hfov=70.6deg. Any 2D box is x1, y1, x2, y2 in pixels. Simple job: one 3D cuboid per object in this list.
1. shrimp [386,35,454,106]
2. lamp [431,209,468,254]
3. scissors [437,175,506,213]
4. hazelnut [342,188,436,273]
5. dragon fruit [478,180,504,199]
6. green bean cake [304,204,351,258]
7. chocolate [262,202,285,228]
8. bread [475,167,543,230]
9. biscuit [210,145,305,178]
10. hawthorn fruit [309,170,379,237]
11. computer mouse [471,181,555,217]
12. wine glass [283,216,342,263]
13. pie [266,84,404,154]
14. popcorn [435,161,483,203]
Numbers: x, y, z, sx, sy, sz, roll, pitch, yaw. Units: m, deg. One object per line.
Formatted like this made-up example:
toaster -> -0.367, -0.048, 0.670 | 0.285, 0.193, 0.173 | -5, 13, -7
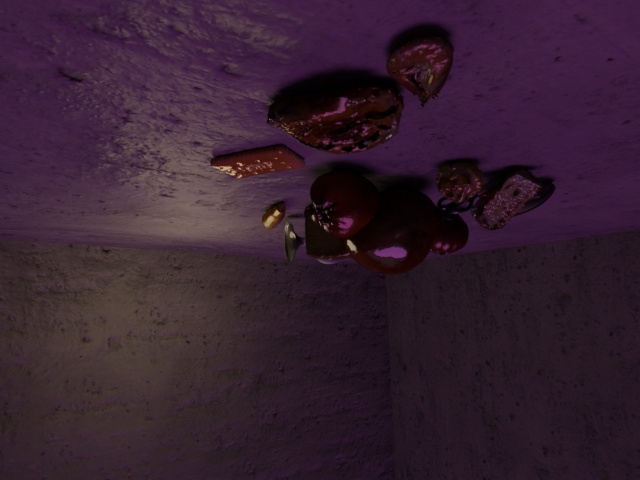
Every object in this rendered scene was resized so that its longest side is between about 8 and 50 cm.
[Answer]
shrimp -> 0.182, -0.310, 0.830 | 0.115, 0.051, 0.217 | 3, 173, 14
lamp -> 0.556, -0.045, 2.039 | 0.226, 0.227, 0.227 | -1, 171, 0
scissors -> 0.520, -0.161, 1.506 | 0.299, 0.022, 0.109 | -27, -145, -22
hazelnut -> 0.261, -0.034, 1.666 | 0.365, 0.367, 0.366 | -1, 171, 0
dragon fruit -> 0.636, -0.171, 1.641 | 0.094, 0.094, 0.190 | 0, 178, -10
green bean cake -> 0.057, -0.040, 1.892 | 0.232, 0.237, 0.124 | -4, 173, 29
chocolate -> -0.195, -0.109, 1.929 | 0.085, 0.086, 0.219 | 2, 168, -17
bread -> 0.620, -0.137, 1.521 | 0.128, 0.088, 0.232 | 24, 120, -22
biscuit -> -0.184, -0.227, 1.335 | 0.249, 0.030, 0.160 | -5, 170, 23
hawthorn fruit -> 0.090, -0.129, 1.483 | 0.260, 0.224, 0.224 | -21, -175, -39
computer mouse -> 0.727, -0.143, 1.712 | 0.310, 0.072, 0.158 | -12, -158, 47
wine glass -> 0.000, 0.000, 2.153 | 0.322, 0.238, 0.238 | 0, 171, -19
pie -> 0.046, -0.261, 0.991 | 0.307, 0.086, 0.308 | -2, 171, 0
popcorn -> 0.437, -0.187, 1.419 | 0.145, 0.126, 0.126 | 19, 146, -11
